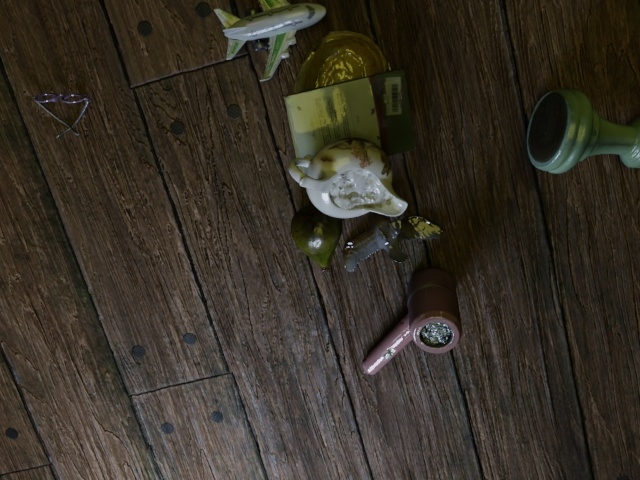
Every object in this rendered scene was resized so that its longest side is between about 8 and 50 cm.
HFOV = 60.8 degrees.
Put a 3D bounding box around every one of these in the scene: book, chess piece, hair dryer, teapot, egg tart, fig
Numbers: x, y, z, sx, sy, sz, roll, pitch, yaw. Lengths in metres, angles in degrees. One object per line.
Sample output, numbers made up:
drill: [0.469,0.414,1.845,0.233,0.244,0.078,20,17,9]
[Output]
book: [0.073,-0.276,1.291,0.290,0.026,0.201,-13,112,-4]
chess piece: [0.662,-0.242,1.273,0.299,0.194,0.194,5,103,-8]
hair dryer: [0.219,0.252,1.402,0.125,0.210,0.352,32,117,-10]
teapot: [0.059,-0.137,1.257,0.298,0.139,0.204,9,129,-23]
egg tart: [0.052,-0.383,1.308,0.252,0.098,0.231,-23,104,4]
fig: [0.002,0.000,1.382,0.133,0.126,0.184,-19,98,-7]

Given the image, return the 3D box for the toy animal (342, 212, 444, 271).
toy animal: [0.171,-0.036,1.363,0.273,0.160,0.197,-18,100,0]

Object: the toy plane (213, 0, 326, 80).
toy plane: [-0.112,-0.512,1.281,0.255,0.101,0.251,-12,102,2]

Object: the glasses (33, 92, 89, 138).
glasses: [-0.650,-0.318,1.389,0.140,0.062,0.103,1,125,3]
